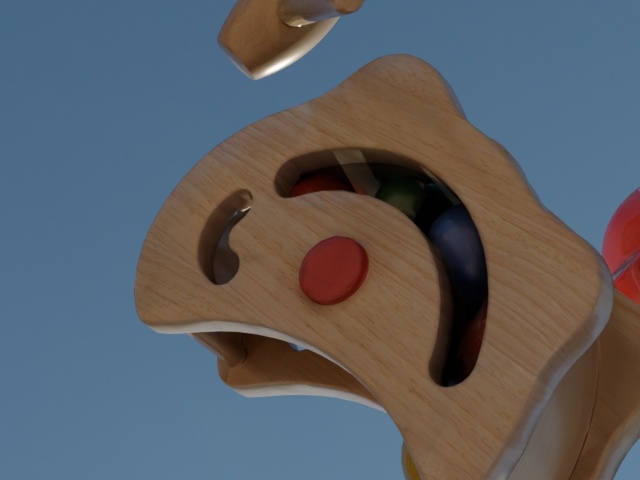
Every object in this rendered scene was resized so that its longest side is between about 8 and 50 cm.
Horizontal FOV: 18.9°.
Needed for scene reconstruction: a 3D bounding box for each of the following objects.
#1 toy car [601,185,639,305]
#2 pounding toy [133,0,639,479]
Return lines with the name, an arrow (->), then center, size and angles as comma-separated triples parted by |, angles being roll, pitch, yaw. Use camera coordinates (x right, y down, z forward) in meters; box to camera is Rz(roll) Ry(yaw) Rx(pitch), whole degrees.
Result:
toy car -> 0.175, 0.095, 0.721 | 0.053, 0.225, 0.239 | -14, -84, -20
pounding toy -> 0.000, 0.000, 0.734 | 0.154, 0.155, 0.269 | -42, -133, 6
